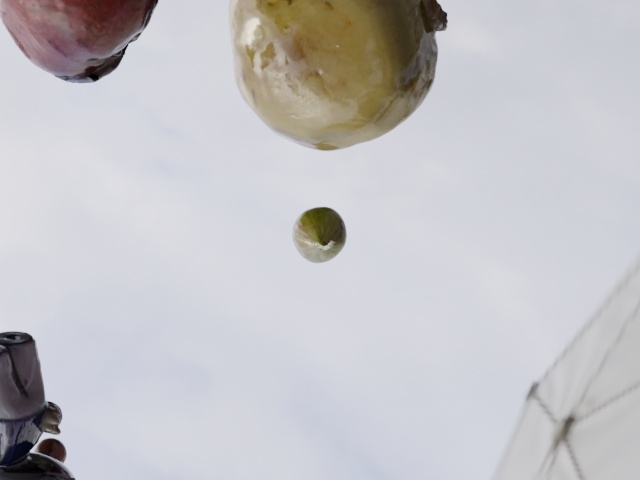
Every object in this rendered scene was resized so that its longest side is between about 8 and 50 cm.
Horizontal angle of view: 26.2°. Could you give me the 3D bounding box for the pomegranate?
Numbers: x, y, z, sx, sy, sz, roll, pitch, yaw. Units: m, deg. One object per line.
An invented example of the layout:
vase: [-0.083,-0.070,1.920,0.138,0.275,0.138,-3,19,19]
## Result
pomegranate: [0.027,-0.295,2.007,0.333,0.332,0.332,15,-153,-8]

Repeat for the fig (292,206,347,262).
fig: [-0.008,-0.012,2.134,0.093,0.093,0.166,24,-178,10]

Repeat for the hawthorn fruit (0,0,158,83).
hawthorn fruit: [-0.288,-0.301,1.523,0.251,0.190,0.189,56,-173,-32]

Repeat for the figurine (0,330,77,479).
figurine: [-0.323,0.238,1.499,0.133,0.274,0.194,5,175,25]
